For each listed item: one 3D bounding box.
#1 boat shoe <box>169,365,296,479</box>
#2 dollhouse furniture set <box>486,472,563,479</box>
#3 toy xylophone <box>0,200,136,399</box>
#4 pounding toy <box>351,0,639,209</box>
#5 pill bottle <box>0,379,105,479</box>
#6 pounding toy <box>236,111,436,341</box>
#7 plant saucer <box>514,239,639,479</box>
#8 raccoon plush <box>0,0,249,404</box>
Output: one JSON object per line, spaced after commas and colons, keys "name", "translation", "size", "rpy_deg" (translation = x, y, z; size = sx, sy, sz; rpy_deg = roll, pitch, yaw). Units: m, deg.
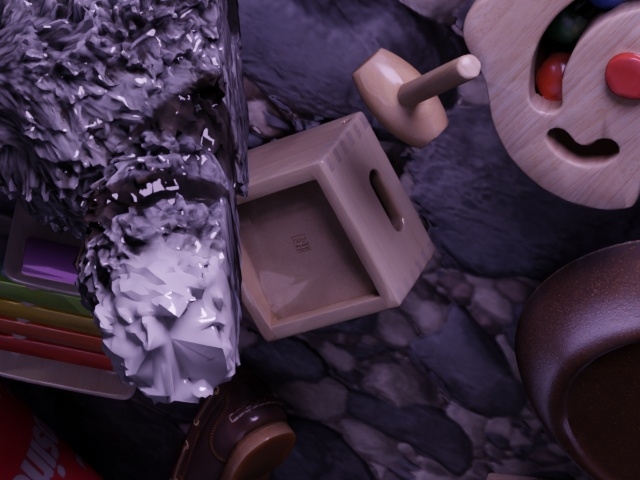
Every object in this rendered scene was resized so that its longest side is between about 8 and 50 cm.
{"name": "boat shoe", "translation": [-0.080, 0.176, 1.447], "size": [0.073, 0.073, 0.207], "rpy_deg": [55, 137, 23]}
{"name": "dollhouse furniture set", "translation": [0.184, 0.287, 1.388], "size": [0.129, 0.129, 0.184], "rpy_deg": [3, 131, 20]}
{"name": "toy xylophone", "translation": [-0.186, 0.029, 1.250], "size": [0.236, 0.081, 0.323], "rpy_deg": [10, 163, -1]}
{"name": "pounding toy", "translation": [0.155, -0.087, 1.032], "size": [0.269, 0.155, 0.154], "rpy_deg": [-26, 113, 38]}
{"name": "pill bottle", "translation": [-0.267, 0.257, 1.480], "size": [0.229, 0.229, 0.408], "rpy_deg": [-24, 119, 37]}
{"name": "pounding toy", "translation": [0.000, 0.000, 1.237], "size": [0.130, 0.100, 0.141], "rpy_deg": [-17, 112, 33]}
{"name": "plant saucer", "translation": [0.273, 0.115, 1.217], "size": [0.310, 0.050, 0.311], "rpy_deg": [15, 144, 11]}
{"name": "raccoon plush", "translation": [-0.198, -0.084, 1.007], "size": [0.299, 0.446, 0.216], "rpy_deg": [-5, 114, 1]}
